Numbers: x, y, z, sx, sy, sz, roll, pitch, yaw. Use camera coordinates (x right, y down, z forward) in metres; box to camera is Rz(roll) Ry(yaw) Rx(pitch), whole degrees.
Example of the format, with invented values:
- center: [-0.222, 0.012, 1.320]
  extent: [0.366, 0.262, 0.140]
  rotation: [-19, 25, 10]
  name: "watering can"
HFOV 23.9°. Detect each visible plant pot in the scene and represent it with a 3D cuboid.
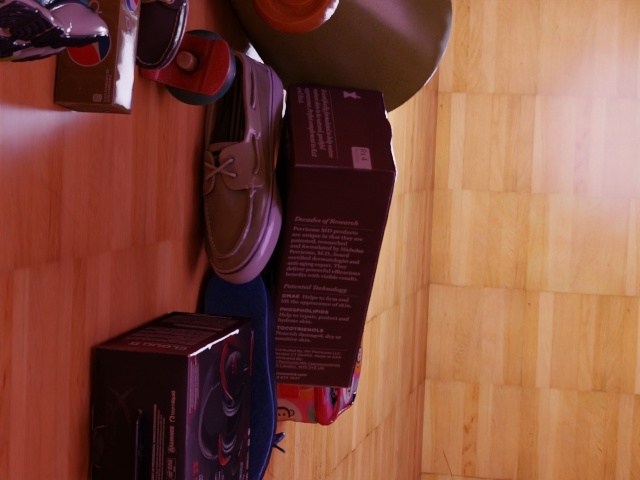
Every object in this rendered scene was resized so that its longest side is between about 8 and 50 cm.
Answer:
- center: [-0.008, -0.335, 1.996]
  extent: [0.293, 0.275, 0.274]
  rotation: [33, 60, -57]
  name: "plant pot"

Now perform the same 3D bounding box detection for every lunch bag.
- center: [-0.015, 0.135, 2.349]
  extent: [0.258, 0.120, 0.293]
  rotation: [-23, 114, -72]
  name: "lunch bag"

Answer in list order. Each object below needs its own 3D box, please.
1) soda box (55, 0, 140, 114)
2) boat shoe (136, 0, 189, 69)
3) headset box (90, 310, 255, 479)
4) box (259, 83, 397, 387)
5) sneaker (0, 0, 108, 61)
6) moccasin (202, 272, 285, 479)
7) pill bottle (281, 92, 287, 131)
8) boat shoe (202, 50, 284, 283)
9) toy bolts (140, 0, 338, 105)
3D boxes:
- center: [-0.213, -0.216, 1.466]
  extent: [0.058, 0.061, 0.181]
  rotation: [20, 73, -77]
  name: "soda box"
- center: [-0.173, -0.279, 1.536]
  extent: [0.068, 0.081, 0.227]
  rotation: [-103, -164, -70]
  name: "boat shoe"
- center: [-0.164, 0.208, 1.679]
  extent: [0.293, 0.110, 0.218]
  rotation: [-21, 114, -76]
  name: "headset box"
- center: [0.000, 0.000, 2.036]
  extent: [0.191, 0.143, 0.381]
  rotation: [-96, -166, -52]
  name: "box"
- center: [-0.263, -0.204, 1.231]
  extent: [0.275, 0.107, 0.110]
  rotation: [-39, 112, -80]
  name: "sneaker"
- center: [-0.098, 0.204, 1.926]
  extent: [0.117, 0.138, 0.342]
  rotation: [77, 21, -65]
  name: "moccasin"
- center: [0.003, -0.153, 2.328]
  extent: [0.208, 0.118, 0.117]
  rotation: [78, 19, -50]
  name: "pill bottle"
- center: [-0.112, -0.096, 1.917]
  extent: [0.094, 0.109, 0.302]
  rotation: [31, 54, -52]
  name: "boat shoe"
- center: [-0.094, -0.256, 1.736]
  extent: [0.158, 0.218, 0.228]
  rotation: [6, 105, -84]
  name: "toy bolts"
